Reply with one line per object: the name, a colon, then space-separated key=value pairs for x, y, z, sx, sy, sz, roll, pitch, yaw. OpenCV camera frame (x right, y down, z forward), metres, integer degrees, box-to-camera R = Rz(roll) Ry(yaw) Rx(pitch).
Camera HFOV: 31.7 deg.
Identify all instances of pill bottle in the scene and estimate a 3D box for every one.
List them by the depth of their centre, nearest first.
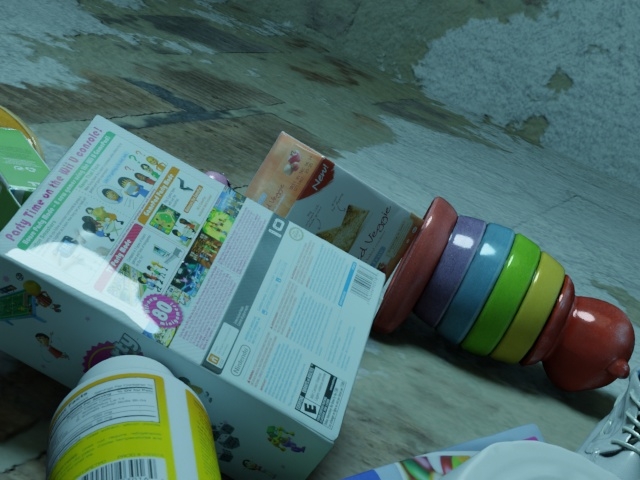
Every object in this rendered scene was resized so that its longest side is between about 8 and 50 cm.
pill bottle: x=-0.125 y=0.164 z=0.755 sx=0.117 sy=0.117 sz=0.215 roll=15 pitch=20 yaw=-18

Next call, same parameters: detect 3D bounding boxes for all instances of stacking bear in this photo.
stacking bear: x=0.230 y=0.081 z=1.326 sx=0.289 sy=0.164 sz=0.175 roll=27 pitch=19 yaw=3

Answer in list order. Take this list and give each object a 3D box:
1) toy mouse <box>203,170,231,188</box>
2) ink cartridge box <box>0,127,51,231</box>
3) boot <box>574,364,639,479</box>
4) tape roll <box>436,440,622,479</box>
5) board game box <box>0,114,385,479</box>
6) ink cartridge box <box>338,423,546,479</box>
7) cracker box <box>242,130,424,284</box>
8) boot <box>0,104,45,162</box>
toy mouse: x=-0.113 y=-0.065 z=1.538 sx=0.161 sy=0.031 sz=0.143 roll=25 pitch=19 yaw=13
ink cartridge box: x=-0.303 y=-0.023 z=1.098 sx=0.062 sy=0.109 sz=0.209 roll=6 pitch=24 yaw=-36
boot: x=0.307 y=0.195 z=1.121 sx=0.095 sy=0.123 sz=0.258 roll=25 pitch=19 yaw=13
tape roll: x=0.137 y=0.258 z=0.621 sx=0.286 sy=0.100 sz=0.286 roll=32 pitch=36 yaw=-26
board game box: x=-0.114 y=0.049 z=0.953 sx=0.303 sy=0.097 sz=0.224 roll=31 pitch=35 yaw=-6
ink cartridge box: x=0.096 y=0.235 z=0.751 sx=0.311 sy=0.065 sz=0.186 roll=-2 pitch=60 yaw=-50
cracker box: x=0.000 y=0.000 z=1.188 sx=0.067 sy=0.156 sz=0.232 roll=34 pitch=4 yaw=35
boot: x=-0.464 y=-0.105 z=1.194 sx=0.295 sy=0.104 sz=0.211 roll=23 pitch=23 yaw=23
